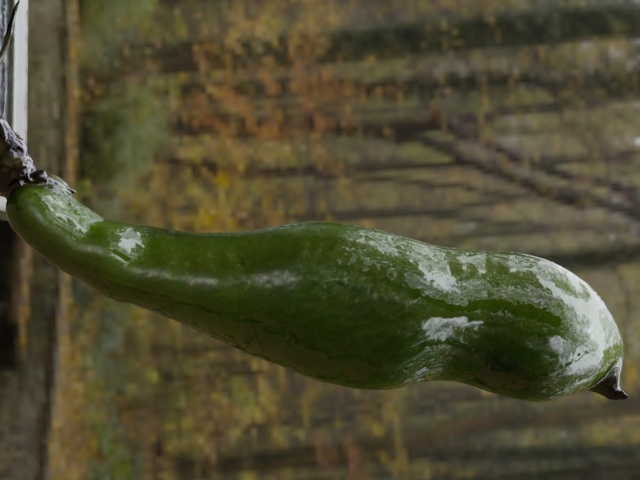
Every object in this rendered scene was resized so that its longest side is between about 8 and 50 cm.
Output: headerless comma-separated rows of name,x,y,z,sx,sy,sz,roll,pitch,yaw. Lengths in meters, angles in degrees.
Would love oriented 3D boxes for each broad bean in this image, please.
broad bean,-0.005,0.010,0.742,0.098,0.318,0.056,-64,-168,5

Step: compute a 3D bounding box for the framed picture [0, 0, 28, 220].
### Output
framed picture,-0.184,-0.161,0.733,0.209,0.019,0.281,21,66,-67
